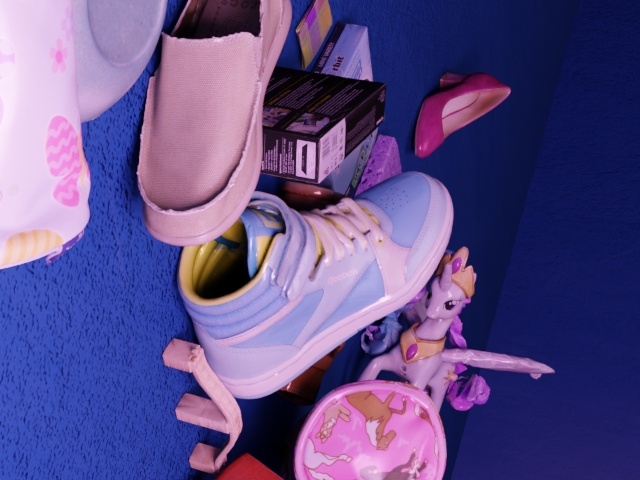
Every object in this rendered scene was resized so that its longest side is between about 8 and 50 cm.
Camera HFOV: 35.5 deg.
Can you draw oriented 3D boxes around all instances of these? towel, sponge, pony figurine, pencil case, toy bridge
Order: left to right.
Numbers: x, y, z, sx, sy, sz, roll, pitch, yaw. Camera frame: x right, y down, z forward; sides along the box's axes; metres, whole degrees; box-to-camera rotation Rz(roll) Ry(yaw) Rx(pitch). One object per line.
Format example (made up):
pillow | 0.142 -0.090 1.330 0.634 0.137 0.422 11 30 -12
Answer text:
pencil case | -0.185 -0.117 0.501 0.124 0.113 0.273 -55 151 -60
toy bridge | -0.111 0.171 0.991 0.188 0.063 0.026 86 25 -43
towel | -0.007 -0.238 1.114 0.060 0.009 0.083 77 32 -54
pencil case | 0.038 0.253 1.169 0.386 0.160 0.167 110 -22 -75
sponge | 0.070 -0.035 1.442 0.117 0.031 0.210 74 34 -55
pony figurine | 0.190 0.201 1.648 0.363 0.302 0.351 -61 152 -1

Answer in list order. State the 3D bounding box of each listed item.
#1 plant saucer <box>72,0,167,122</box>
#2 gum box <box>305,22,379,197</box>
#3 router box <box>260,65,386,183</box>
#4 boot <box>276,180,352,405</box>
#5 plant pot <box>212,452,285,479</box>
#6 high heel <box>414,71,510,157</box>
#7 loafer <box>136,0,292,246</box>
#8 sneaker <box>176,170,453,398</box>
plant saucer | -0.148 -0.174 0.696 0.195 0.037 0.195 12 90 -72
gum box | 0.023 -0.141 1.214 0.184 0.041 0.157 80 29 -51
router box | -0.029 -0.114 0.935 0.179 0.133 0.046 -46 144 -57
boot | -0.018 0.068 1.170 0.283 0.109 0.220 73 37 -69
plant pot | -0.075 0.418 0.962 0.235 0.267 0.267 -25 129 -39
high heel | 0.237 -0.207 1.681 0.244 0.117 0.082 -55 152 -49
loafer | -0.093 -0.125 0.807 0.092 0.101 0.269 64 33 -60
sneaker | 0.000 0.000 0.971 0.319 0.127 0.208 -41 144 -16
